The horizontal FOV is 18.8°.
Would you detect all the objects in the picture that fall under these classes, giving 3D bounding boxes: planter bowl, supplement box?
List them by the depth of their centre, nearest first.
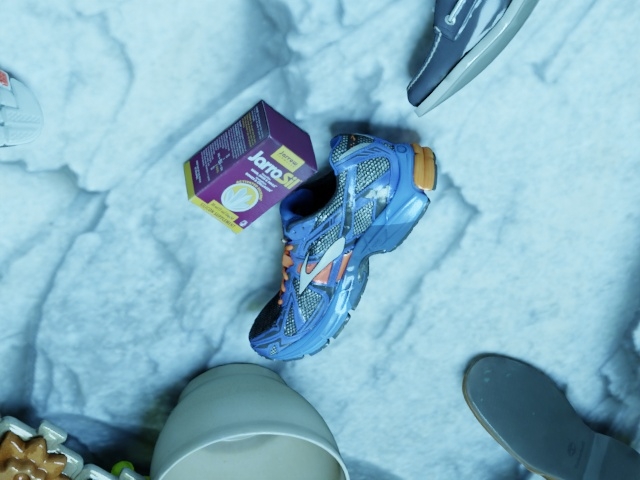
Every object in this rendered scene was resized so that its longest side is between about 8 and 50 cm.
[{"bbox_3d":[-0.051,-0.052,1.409,0.083,0.043,0.055,-38,128,22],"label":"supplement box"},{"bbox_3d":[-0.064,0.170,1.572,0.162,0.109,0.162,-6,135,-6],"label":"planter bowl"}]

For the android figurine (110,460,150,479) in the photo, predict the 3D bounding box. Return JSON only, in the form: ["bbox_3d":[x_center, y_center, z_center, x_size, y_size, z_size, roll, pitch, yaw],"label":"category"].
[{"bbox_3d":[-0.170,0.290,1.701,0.248,0.056,0.273,-16,135,3],"label":"android figurine"}]

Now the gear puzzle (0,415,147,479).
[{"bbox_3d":[-0.301,0.192,1.545,0.339,0.044,0.175,33,117,-19],"label":"gear puzzle"}]

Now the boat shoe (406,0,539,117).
[{"bbox_3d":[0.112,-0.171,1.337,0.065,0.075,0.206,44,128,8],"label":"boat shoe"}]

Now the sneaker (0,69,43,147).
[{"bbox_3d":[-0.272,-0.087,1.332,0.158,0.061,0.065,6,158,-16],"label":"sneaker"}]

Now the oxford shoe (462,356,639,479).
[{"bbox_3d":[0.187,0.171,1.663,0.212,0.076,0.076,39,156,-27],"label":"oxford shoe"}]

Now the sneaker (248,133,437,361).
[{"bbox_3d":[0.000,0.000,1.459,0.087,0.083,0.221,25,119,-15],"label":"sneaker"}]
